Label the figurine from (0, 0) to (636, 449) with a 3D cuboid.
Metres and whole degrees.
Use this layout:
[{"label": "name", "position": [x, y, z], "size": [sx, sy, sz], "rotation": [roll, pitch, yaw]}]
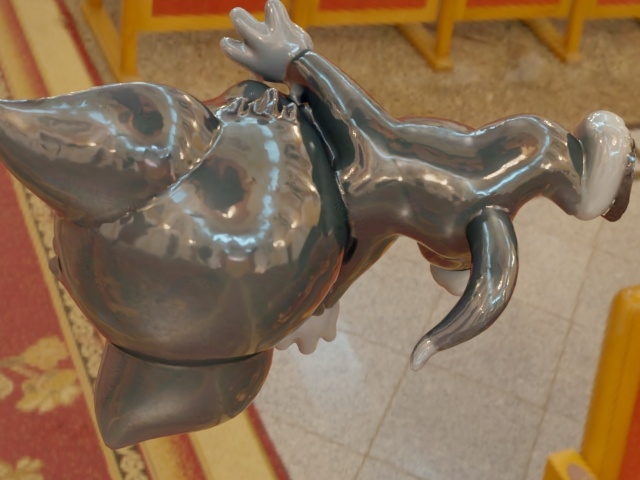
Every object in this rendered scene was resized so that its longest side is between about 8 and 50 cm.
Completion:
[{"label": "figurine", "position": [0.003, 0.003, 0.491], "size": [0.265, 0.193, 0.140], "rotation": [5, 37, 9]}]
